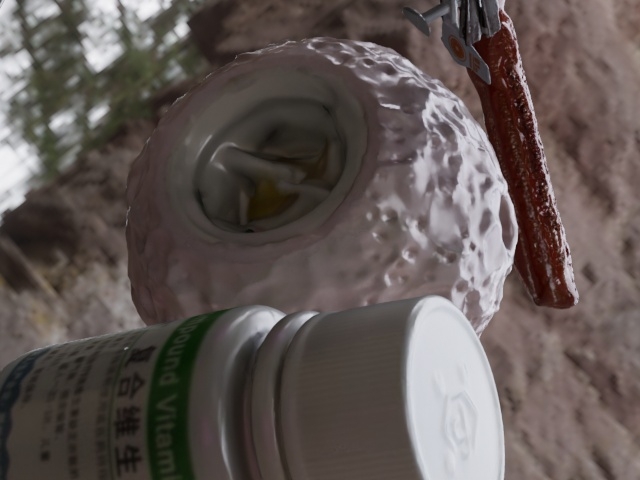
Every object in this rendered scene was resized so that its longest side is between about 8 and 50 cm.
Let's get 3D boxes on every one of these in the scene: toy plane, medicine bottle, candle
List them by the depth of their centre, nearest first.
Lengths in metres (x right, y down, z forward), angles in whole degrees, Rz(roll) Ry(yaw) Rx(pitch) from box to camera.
[{"bbox_3d":[-0.040,0.103,0.795,0.237,0.139,0.139,-11,-59,27],"label":"medicine bottle"},{"bbox_3d":[0.070,-0.178,0.960,0.078,0.053,0.197,47,-22,38],"label":"toy plane"},{"bbox_3d":[0.162,-0.097,1.394,0.048,0.051,0.329,61,17,-73],"label":"candle"}]

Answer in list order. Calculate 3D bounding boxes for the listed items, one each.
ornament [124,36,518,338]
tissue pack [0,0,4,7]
[{"bbox_3d":[0.000,0.000,1.083,0.259,0.259,0.225,28,-14,32],"label":"ornament"},{"bbox_3d":[-0.271,-0.148,0.921,0.238,0.238,0.305,35,-73,21],"label":"tissue pack"}]
